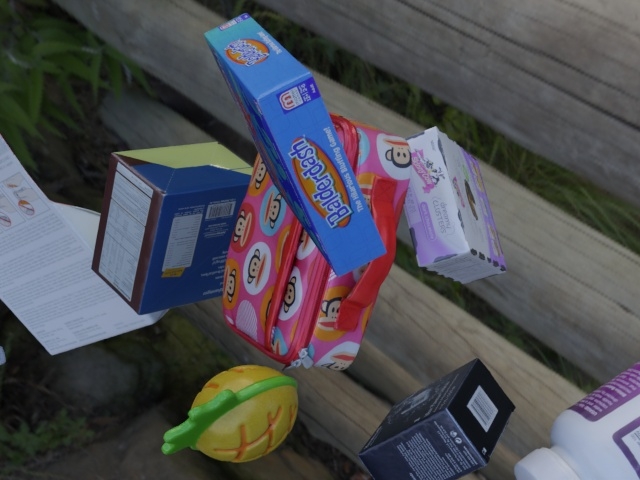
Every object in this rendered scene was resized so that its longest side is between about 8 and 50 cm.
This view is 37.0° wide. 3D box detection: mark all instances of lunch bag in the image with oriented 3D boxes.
[{"bbox_3d":[0.000,0.000,1.112,0.258,0.120,0.293,26,103,59],"label":"lunch bag"}]

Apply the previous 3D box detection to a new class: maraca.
[{"bbox_3d":[-0.093,0.188,1.026,0.127,0.186,0.099,-47,66,20],"label":"maraca"}]

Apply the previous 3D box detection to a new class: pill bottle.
[{"bbox_3d":[0.409,0.263,1.236,0.301,0.169,0.169,-30,48,-10],"label":"pill bottle"}]

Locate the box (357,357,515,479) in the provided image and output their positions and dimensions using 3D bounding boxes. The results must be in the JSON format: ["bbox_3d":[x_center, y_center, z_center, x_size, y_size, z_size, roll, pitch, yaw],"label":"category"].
[{"bbox_3d":[0.158,0.257,1.286,0.158,0.093,0.156,-36,1,31],"label":"box"}]

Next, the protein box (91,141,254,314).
[{"bbox_3d":[-0.210,-0.022,1.430,0.200,0.201,0.136,-12,39,-44],"label":"protein box"}]

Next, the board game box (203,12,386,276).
[{"bbox_3d":[-0.026,-0.085,0.779,0.047,0.160,0.210,-27,29,-4],"label":"board game box"}]

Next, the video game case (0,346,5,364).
[{"bbox_3d":[-0.765,0.228,1.713,0.300,0.036,0.329,-19,15,-35],"label":"video game case"}]

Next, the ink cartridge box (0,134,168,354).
[{"bbox_3d":[-0.457,0.002,1.569,0.308,0.385,0.091,-18,25,41],"label":"ink cartridge box"}]

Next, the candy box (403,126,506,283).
[{"bbox_3d":[0.168,-0.040,1.238,0.070,0.196,0.164,-18,74,21],"label":"candy box"}]
